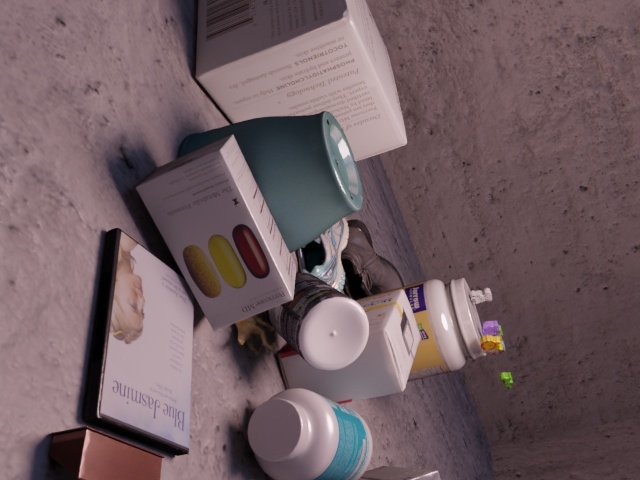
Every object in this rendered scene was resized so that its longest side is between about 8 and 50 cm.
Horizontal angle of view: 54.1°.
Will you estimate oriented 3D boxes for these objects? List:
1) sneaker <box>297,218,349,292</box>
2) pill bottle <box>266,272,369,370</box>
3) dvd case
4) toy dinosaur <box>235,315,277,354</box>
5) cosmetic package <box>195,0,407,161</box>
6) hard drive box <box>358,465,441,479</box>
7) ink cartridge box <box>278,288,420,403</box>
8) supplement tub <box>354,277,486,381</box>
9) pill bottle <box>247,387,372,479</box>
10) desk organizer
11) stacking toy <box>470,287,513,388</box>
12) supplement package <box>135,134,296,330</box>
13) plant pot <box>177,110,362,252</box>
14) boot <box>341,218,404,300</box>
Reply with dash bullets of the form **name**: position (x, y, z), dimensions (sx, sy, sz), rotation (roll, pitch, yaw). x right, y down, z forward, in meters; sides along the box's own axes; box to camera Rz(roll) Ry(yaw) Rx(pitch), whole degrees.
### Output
- **sneaker**: position (0.000, 0.000, 1.496), dimensions (0.122, 0.110, 0.283), rotation (49, 28, -45)
- **pill bottle**: position (-0.020, 0.133, 1.131), dimensions (0.131, 0.130, 0.245), rotation (67, -15, -19)
- **dvd case**: position (-0.222, 0.130, 0.807), dimensions (0.180, 0.022, 0.253), rotation (51, 28, -51)
- **toy dinosaur**: position (-0.123, 0.155, 1.077), dimensions (0.093, 0.053, 0.183), rotation (50, 16, -19)
- **cosmetic package**: position (-0.036, -0.397, 1.392), dimensions (0.394, 0.327, 0.330), rotation (50, 27, -54)
- **hard drive box**: position (0.169, 0.567, 1.282), dimensions (0.232, 0.089, 0.181), rotation (-34, -113, 62)
- **ink cartridge box**: position (0.071, 0.220, 1.298), dimensions (0.306, 0.226, 0.131), rotation (-39, 111, -73)
- **supplement tub**: position (0.237, 0.237, 1.619), dimensions (0.241, 0.331, 0.241), rotation (-18, 90, -73)
- **pill bottle**: position (-0.018, 0.330, 1.039), dimensions (0.264, 0.146, 0.146), rotation (46, 31, -58)
- **desk organizer**: position (-0.223, 0.240, 0.657), dimensions (0.130, 0.047, 0.050), rotation (51, 29, -50)
- **stacking toy**: position (0.431, 0.247, 1.574), dimensions (0.167, 0.052, 0.221), rotation (-87, 156, -45)
- **supplement package**: position (-0.146, -0.014, 0.947), dimensions (0.134, 0.139, 0.244), rotation (-90, 156, -71)
- **plant pot**: position (-0.070, -0.100, 1.114), dimensions (0.271, 0.255, 0.272), rotation (-17, 90, -73)
- **boot**: position (0.137, 0.123, 1.834), dimensions (0.338, 0.118, 0.223), rotation (51, 28, -27)
